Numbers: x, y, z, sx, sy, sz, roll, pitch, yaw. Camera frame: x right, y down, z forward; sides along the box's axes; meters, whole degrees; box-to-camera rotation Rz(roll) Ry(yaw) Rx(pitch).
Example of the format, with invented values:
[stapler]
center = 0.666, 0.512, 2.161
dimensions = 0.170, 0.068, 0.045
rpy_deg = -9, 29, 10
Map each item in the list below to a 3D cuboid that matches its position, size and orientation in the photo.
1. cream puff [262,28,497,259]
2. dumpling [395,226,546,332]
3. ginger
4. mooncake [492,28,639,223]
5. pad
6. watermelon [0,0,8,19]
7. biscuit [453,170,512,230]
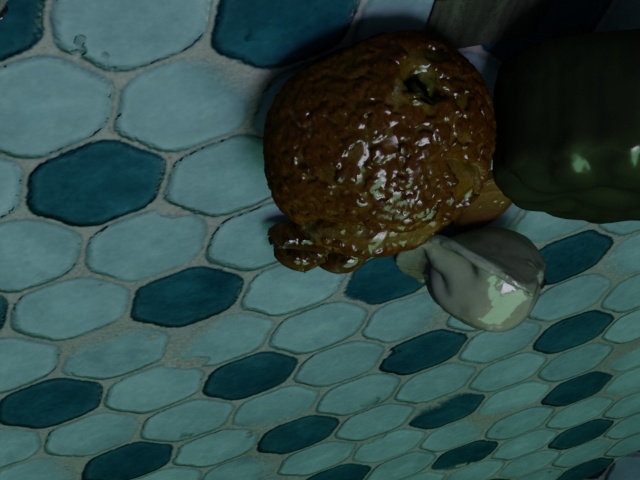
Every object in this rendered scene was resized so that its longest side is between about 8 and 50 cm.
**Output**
[cream puff]
center = 0.078, -0.096, 1.405
dimensions = 0.303, 0.212, 0.303
rpy_deg = -18, 156, -9
[dumpling]
center = 0.223, 0.060, 1.822
dimensions = 0.227, 0.175, 0.243
rpy_deg = 16, 139, -6
[ginger]
center = 0.000, 0.000, 1.663
dimensions = 0.162, 0.073, 0.103
rpy_deg = -5, 134, -14
[mooncake]
center = 0.385, -0.129, 1.442
dimensions = 0.356, 0.194, 0.356
rpy_deg = -2, 172, 0
[pad]
center = 0.295, -0.300, 1.354
dimensions = 0.323, 0.055, 0.250
rpy_deg = 4, 146, -8
[watermelon]
center = -0.298, -0.251, 0.854
dimensions = 0.387, 0.258, 0.228
rpy_deg = -21, 149, 9
[biscuit]
center = 0.239, -0.057, 1.763
dimensions = 0.118, 0.023, 0.140
rpy_deg = -8, 150, -22
